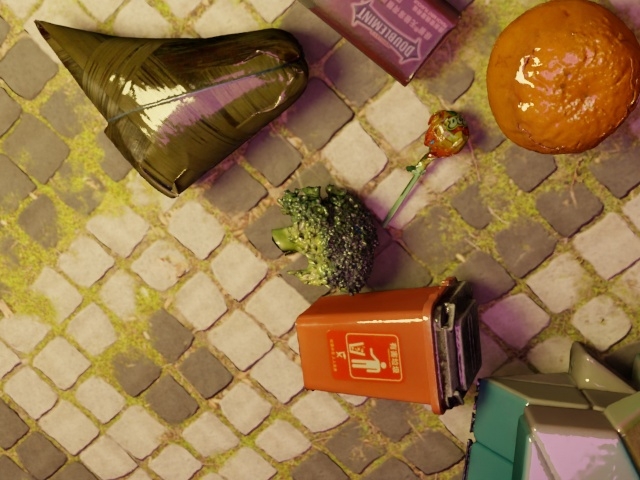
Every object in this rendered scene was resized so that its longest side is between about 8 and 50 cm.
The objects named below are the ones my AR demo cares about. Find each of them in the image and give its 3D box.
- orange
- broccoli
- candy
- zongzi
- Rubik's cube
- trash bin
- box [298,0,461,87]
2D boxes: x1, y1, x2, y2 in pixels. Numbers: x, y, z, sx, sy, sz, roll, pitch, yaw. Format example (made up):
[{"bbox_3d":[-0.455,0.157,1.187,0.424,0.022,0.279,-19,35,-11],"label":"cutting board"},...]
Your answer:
[{"bbox_3d":[0.295,-0.202,1.155,0.193,0.161,0.193,1,115,2],"label":"orange"},{"bbox_3d":[0.000,0.000,1.303,0.160,0.167,0.154,-10,76,40],"label":"broccoli"},{"bbox_3d":[0.136,-0.092,1.285,0.060,0.060,0.201,31,119,-4],"label":"candy"},{"bbox_3d":[-0.197,-0.242,1.230,0.286,0.138,0.300,-37,99,17],"label":"zongzi"},{"bbox_3d":[0.379,0.333,1.247,0.368,0.358,0.387,6,100,2],"label":"Rubik's cube"},{"bbox_3d":[0.100,0.139,1.317,0.239,0.184,0.161,-2,104,24],"label":"trash bin"},{"bbox_3d":[0.060,-0.311,1.199,0.224,0.069,0.120,39,111,-8],"label":"box"}]
